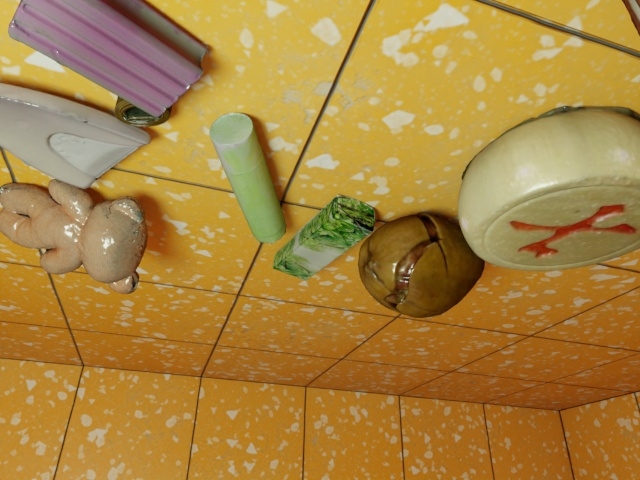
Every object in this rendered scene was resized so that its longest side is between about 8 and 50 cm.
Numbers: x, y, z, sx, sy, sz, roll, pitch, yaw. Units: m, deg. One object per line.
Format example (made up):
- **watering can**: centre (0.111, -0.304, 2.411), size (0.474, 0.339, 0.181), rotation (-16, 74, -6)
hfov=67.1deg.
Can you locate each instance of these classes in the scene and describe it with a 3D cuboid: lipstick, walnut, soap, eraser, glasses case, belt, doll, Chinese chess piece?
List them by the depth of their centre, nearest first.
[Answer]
- **soap**: centre (-0.259, -0.250, 0.602), size (0.122, 0.066, 0.203), rotation (-25, 141, 38)
- **belt**: centre (-0.265, -0.200, 0.722), size (0.083, 0.036, 0.059), rotation (-3, 149, 3)
- **eraser**: centre (-0.418, -0.177, 0.743), size (0.204, 0.059, 0.243), rotation (-20, 147, 33)
- **Chinese chess piece**: centre (0.407, -0.070, 0.822), size (0.337, 0.141, 0.338), rotation (1, 150, 1)
- **lipstick**: centre (-0.120, -0.096, 0.863), size (0.076, 0.076, 0.304), rotation (-2, 149, 6)
- **doll**: centre (-0.474, -0.031, 0.950), size (0.303, 0.156, 0.201), rotation (20, 110, 6)
- **walnut**: centre (0.221, 0.047, 0.985), size (0.336, 0.209, 0.209), rotation (2, 158, -47)
- **glasses case**: centre (0.000, 0.000, 1.038), size (0.095, 0.062, 0.272), rotation (23, 144, -23)

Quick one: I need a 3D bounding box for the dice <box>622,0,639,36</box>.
- **dice**: centre (0.391, -0.266, 0.453), size (0.179, 0.174, 0.174), rotation (-29, 138, 35)
